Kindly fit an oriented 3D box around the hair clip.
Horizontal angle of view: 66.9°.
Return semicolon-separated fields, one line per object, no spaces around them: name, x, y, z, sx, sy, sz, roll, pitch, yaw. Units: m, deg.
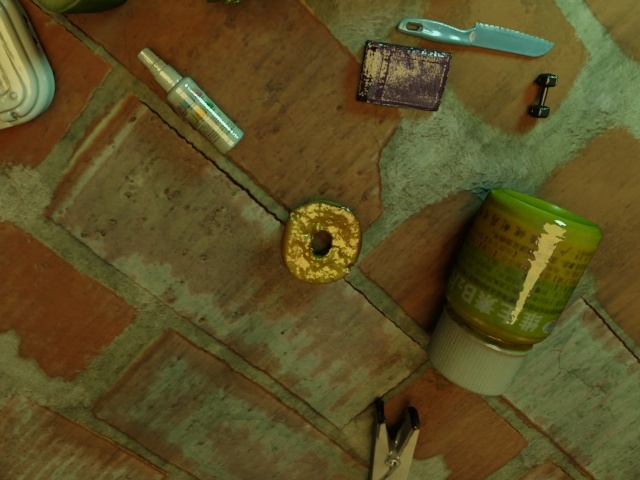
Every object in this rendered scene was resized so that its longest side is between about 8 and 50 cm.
hair clip;0.174;0.549;1.214;0.101;0.085;0.331;1;118;-5

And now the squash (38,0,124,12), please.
squash;-0.353;-0.418;0.672;0.189;0.260;0.189;-2;114;-5

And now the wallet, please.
wallet;0.155;-0.304;0.901;0.166;0.030;0.111;4;110;-9

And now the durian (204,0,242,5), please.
durian;-0.042;-0.477;0.731;0.352;0.169;0.158;-34;100;4

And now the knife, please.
knife;0.291;-0.379;0.899;0.313;0.019;0.044;6;108;-11

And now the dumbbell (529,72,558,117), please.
dumbbell;0.433;-0.281;0.941;0.040;0.036;0.083;3;111;-6

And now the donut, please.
donut;0.000;0.000;0.987;0.162;0.065;0.178;19;109;-8

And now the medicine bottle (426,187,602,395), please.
medicine bottle;0.373;0.105;0.987;0.224;0.224;0.384;14;110;-12

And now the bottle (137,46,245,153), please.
bottle;-0.231;-0.249;0.860;0.060;0.060;0.217;-41;112;10

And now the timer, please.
timer;-0.591;-0.291;0.785;0.262;0.087;0.237;-15;113;0
